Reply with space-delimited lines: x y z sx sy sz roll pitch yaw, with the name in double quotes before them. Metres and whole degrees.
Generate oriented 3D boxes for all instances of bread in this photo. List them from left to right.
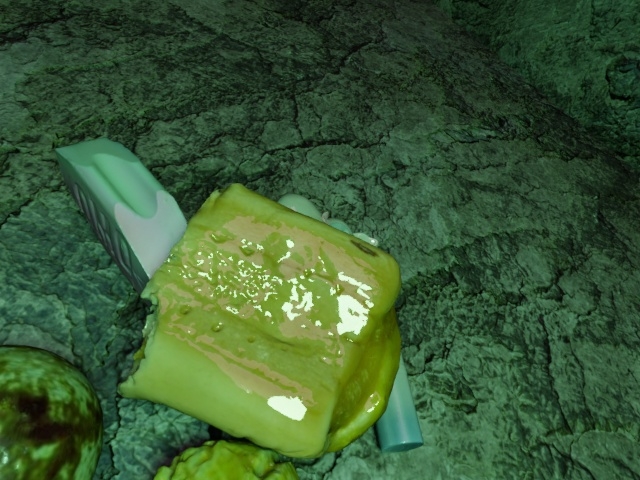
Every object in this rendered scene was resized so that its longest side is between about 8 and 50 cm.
"bread" -0.061 0.146 0.689 0.395 0.250 0.360 24 63 0

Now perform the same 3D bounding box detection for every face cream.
"face cream" 0.121 0.249 0.781 0.078 0.077 0.249 4 50 -17

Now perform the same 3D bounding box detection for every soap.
"soap" -0.349 -0.044 0.775 0.109 0.192 0.324 -30 67 -35

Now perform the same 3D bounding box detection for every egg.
"egg" -0.390 0.267 0.487 0.239 0.238 0.289 10 59 -11

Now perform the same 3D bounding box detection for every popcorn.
"popcorn" -0.117 0.361 0.547 0.221 0.183 0.204 19 19 0

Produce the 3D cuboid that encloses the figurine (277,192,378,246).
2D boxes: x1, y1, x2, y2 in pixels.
"figurine" 0.000 0.000 0.909 0.236 0.127 0.155 27 31 -1
